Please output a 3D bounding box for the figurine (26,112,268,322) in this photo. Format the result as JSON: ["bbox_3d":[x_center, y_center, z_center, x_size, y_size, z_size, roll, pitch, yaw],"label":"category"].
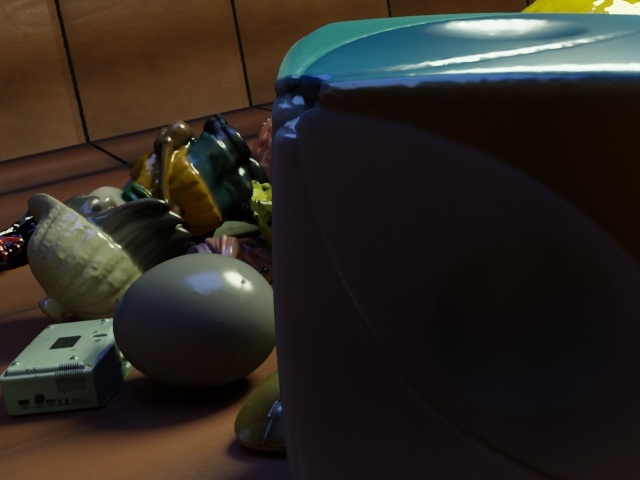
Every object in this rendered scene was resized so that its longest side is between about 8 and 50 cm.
[{"bbox_3d":[-0.227,-0.021,1.413,0.332,0.185,0.204,-27,38,6],"label":"figurine"}]

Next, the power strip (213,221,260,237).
[{"bbox_3d":[-0.141,-0.031,1.787,0.286,0.048,0.080,-8,16,-1],"label":"power strip"}]

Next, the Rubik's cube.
[{"bbox_3d":[0.145,0.003,0.873,0.352,0.347,0.351,-1,18,2],"label":"Rubik's cube"}]

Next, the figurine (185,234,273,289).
[{"bbox_3d":[-0.100,0.044,1.368,0.157,0.114,0.126,-10,31,-9],"label":"figurine"}]

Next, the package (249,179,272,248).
[{"bbox_3d":[0.000,0.000,1.354,0.090,0.226,0.168,-54,14,7],"label":"package"}]

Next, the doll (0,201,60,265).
[{"bbox_3d":[-0.503,0.001,1.836,0.127,0.088,0.249,24,41,28],"label":"doll"}]

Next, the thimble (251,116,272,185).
[{"bbox_3d":[0.022,-0.082,1.529,0.239,0.239,0.162,-16,15,-21],"label":"thimble"}]

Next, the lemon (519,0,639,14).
[{"bbox_3d":[0.388,-0.138,1.327,0.364,0.364,0.364,-9,15,2],"label":"lemon"}]

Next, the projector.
[{"bbox_3d":[-0.285,0.140,1.233,0.115,0.061,0.147,-5,17,9],"label":"projector"}]

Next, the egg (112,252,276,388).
[{"bbox_3d":[-0.135,0.087,1.168,0.199,0.146,0.146,-7,14,33],"label":"egg"}]

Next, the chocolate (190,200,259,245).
[{"bbox_3d":[-0.151,-0.040,1.670,0.344,0.126,0.148,-13,-8,-4],"label":"chocolate"}]

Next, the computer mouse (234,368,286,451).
[{"bbox_3d":[-0.007,0.149,1.064,0.102,0.044,0.199,-3,16,31],"label":"computer mouse"}]
